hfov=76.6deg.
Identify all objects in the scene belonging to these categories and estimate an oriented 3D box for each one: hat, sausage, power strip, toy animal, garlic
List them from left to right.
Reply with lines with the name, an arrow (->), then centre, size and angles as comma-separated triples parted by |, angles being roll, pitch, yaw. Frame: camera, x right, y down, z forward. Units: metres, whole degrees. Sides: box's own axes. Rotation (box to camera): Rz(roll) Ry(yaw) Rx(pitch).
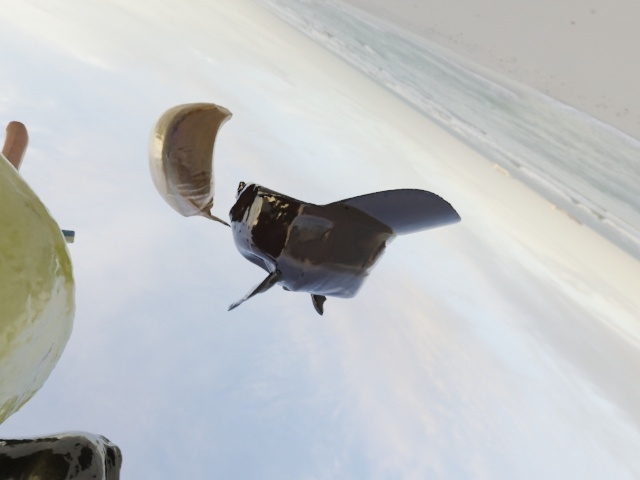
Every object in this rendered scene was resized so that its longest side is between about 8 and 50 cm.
toy animal -> -0.398, 0.268, 0.432 | 0.343, 0.106, 0.168 | 12, -140, -2
sausage -> -0.563, -0.140, 0.728 | 0.043, 0.043, 0.186 | 18, -128, -35
power strip -> -0.631, -0.013, 0.915 | 0.056, 0.032, 0.123 | -3, 172, 40
garlic -> -0.194, -0.109, 0.618 | 0.128, 0.198, 0.090 | -7, -173, -32
hat -> 0.020, 0.025, 0.581 | 0.336, 0.209, 0.238 | 4, -178, 13

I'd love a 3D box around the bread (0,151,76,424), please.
bread -> -0.378, 0.041, 0.317 | 0.320, 0.320, 0.237 | 33, -155, -1
